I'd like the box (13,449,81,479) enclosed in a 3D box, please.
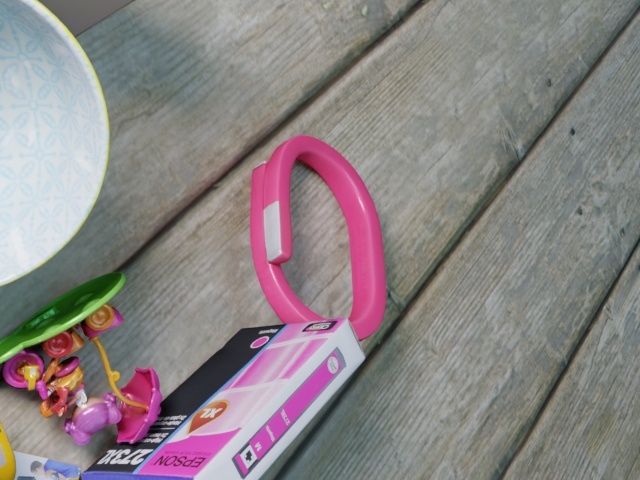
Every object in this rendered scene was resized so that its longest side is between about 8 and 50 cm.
[{"bbox_3d":[-0.307,0.248,0.954,0.136,0.028,0.081,26,64,-40],"label":"box"}]

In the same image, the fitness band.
[{"bbox_3d":[0.000,0.000,1.244,0.209,0.054,0.291,30,46,-39],"label":"fitness band"}]

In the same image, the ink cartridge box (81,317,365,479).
[{"bbox_3d":[-0.117,0.207,1.021,0.371,0.176,0.069,-45,116,-45],"label":"ink cartridge box"}]

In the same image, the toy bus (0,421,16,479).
[{"bbox_3d":[-0.407,0.176,0.745,0.333,0.108,0.130,4,53,-61],"label":"toy bus"}]

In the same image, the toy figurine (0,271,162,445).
[{"bbox_3d":[-0.235,0.144,0.985,0.173,0.130,0.159,-34,107,-20],"label":"toy figurine"}]

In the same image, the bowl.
[{"bbox_3d":[-0.338,-0.111,0.849,0.289,0.156,0.289,-8,117,-16],"label":"bowl"}]

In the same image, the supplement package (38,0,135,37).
[{"bbox_3d":[-0.308,-0.280,0.898,0.204,0.262,0.145,10,74,-42],"label":"supplement package"}]
